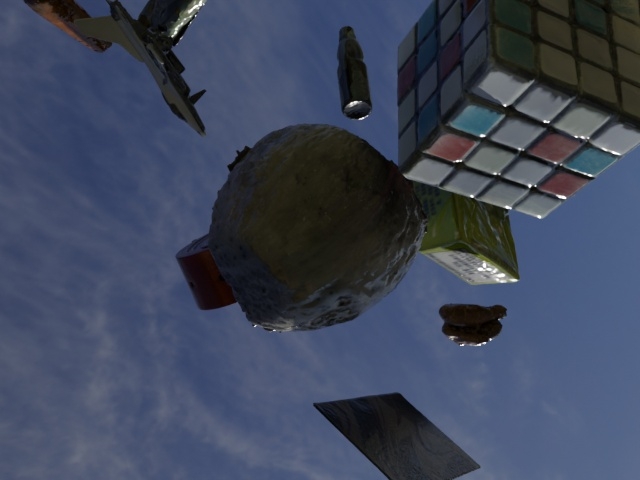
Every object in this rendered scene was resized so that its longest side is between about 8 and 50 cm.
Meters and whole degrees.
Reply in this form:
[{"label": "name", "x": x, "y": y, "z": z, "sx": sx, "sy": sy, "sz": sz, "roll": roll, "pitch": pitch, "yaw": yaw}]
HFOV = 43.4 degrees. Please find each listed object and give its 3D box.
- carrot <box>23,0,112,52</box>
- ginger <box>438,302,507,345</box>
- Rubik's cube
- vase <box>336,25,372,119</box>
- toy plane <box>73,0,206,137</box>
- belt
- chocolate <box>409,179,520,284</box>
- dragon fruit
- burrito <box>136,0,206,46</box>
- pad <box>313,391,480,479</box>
[{"label": "carrot", "x": -0.357, "y": -0.318, "z": 1.139, "sx": 0.161, "sy": 0.055, "sz": 0.055, "roll": 43, "pitch": -141, "yaw": -59}, {"label": "ginger", "x": 0.357, "y": 0.199, "z": 1.883, "sx": 0.073, "sy": 0.162, "sz": 0.103, "roll": -94, "pitch": 4, "yaw": -81}, {"label": "Rubik's cube", "x": 0.271, "y": -0.218, "z": 1.114, "sx": 0.259, "sy": 0.253, "sz": 0.256, "roll": 15, "pitch": -123, "yaw": -17}, {"label": "vase", "x": 0.059, "y": -0.324, "z": 1.511, "sx": 0.060, "sy": 0.060, "sz": 0.211, "roll": 22, "pitch": -131, "yaw": -37}, {"label": "toy plane", "x": -0.210, "y": -0.236, "z": 1.067, "sx": 0.082, "sy": 0.160, "sz": 0.234, "roll": -49, "pitch": -56, "yaw": 0}, {"label": "belt", "x": -0.129, "y": 0.016, "z": 1.484, "sx": 0.324, "sy": 0.227, "sz": 0.115, "roll": -41, "pitch": -68, "yaw": -62}, {"label": "chocolate", "x": 0.335, "y": -0.060, "z": 1.899, "sx": 0.301, "sy": 0.137, "sz": 0.288, "roll": 29, "pitch": -131, "yaw": -45}, {"label": "dragon fruit", "x": 0.000, "y": 0.000, "z": 1.086, "sx": 0.221, "sy": 0.204, "sz": 0.283, "roll": -50, "pitch": -60, "yaw": -38}, {"label": "burrito", "x": -0.229, "y": -0.421, "z": 1.366, "sx": 0.066, "sy": 0.309, "sz": 0.096, "roll": 1, "pitch": -118, "yaw": -42}, {"label": "pad", "x": 0.141, "y": 0.341, "z": 1.398, "sx": 0.220, "sy": 0.004, "sz": 0.330, "roll": 39, "pitch": -166, "yaw": 28}]
